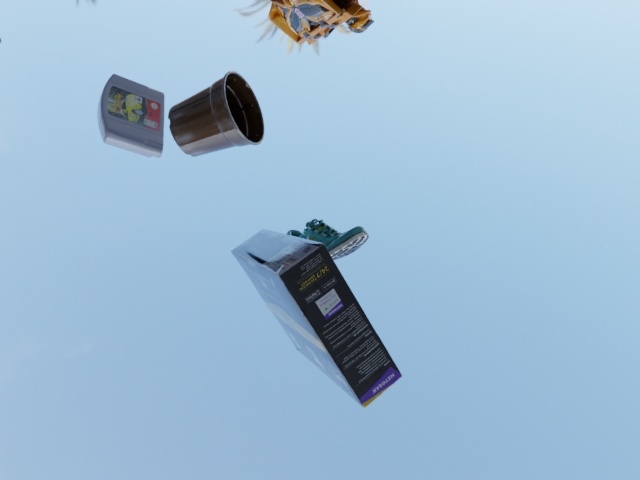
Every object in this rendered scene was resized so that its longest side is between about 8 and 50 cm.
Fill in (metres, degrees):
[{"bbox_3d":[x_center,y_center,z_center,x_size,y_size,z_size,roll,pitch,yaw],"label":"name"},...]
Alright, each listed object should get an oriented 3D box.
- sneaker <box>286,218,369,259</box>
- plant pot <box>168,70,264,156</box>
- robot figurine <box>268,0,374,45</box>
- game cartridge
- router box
[{"bbox_3d":[0.000,0.000,1.233,0.107,0.275,0.110,-17,-88,-42],"label":"sneaker"},{"bbox_3d":[-0.237,-0.272,1.142,0.165,0.167,0.167,-14,-129,21],"label":"plant pot"},{"bbox_3d":[-0.056,-0.312,0.493,0.291,0.211,0.085,44,-103,-21],"label":"robot figurine"},{"bbox_3d":[-0.589,-0.396,1.588,0.196,0.060,0.294,12,-132,-30],"label":"game cartridge"},{"bbox_3d":[-0.022,0.110,0.846,0.081,0.309,0.243,-36,-73,-15],"label":"router box"}]
